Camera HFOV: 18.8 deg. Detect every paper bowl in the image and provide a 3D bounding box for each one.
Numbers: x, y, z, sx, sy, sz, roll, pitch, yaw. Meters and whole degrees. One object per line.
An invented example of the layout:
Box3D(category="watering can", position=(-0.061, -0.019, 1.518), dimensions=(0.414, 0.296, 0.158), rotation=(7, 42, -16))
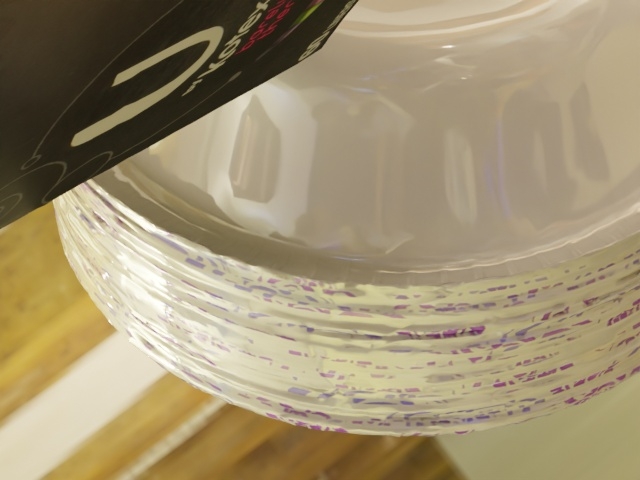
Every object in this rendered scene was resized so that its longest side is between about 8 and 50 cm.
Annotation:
Box3D(category="paper bowl", position=(0.031, -0.077, 0.732), dimensions=(0.284, 0.284, 0.148), rotation=(-31, -36, -23))

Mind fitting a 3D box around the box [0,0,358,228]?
Box3D(category="box", position=(-0.093, -0.095, 0.490), dimensions=(0.270, 0.143, 0.165), rotation=(-33, -10, -39))
